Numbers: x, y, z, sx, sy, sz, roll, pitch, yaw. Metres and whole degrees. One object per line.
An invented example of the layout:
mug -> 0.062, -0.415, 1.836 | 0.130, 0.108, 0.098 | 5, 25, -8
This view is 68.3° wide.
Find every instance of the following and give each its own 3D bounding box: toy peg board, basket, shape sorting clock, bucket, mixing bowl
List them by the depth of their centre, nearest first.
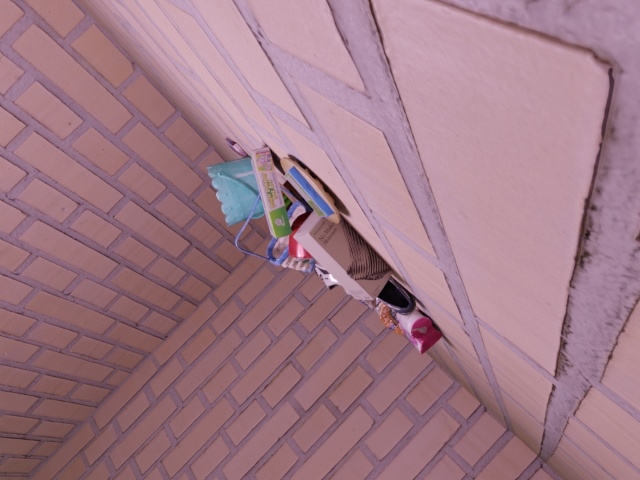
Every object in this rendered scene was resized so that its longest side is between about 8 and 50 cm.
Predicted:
shape sorting clock -> -0.023, -0.121, 1.142 | 0.206, 0.040, 0.206 | 48, 176, 5
mixing bowl -> -0.020, -0.029, 1.403 | 0.181, 0.182, 0.098 | -143, 35, -64
basket -> -0.118, -0.037, 1.631 | 0.289, 0.254, 0.201 | 26, -176, -19
toy peg board -> -0.175, -0.178, 1.922 | 0.161, 0.079, 0.161 | 41, 175, 44
bucket -> -0.340, -0.206, 1.950 | 0.281, 0.183, 0.281 | 160, 90, -80

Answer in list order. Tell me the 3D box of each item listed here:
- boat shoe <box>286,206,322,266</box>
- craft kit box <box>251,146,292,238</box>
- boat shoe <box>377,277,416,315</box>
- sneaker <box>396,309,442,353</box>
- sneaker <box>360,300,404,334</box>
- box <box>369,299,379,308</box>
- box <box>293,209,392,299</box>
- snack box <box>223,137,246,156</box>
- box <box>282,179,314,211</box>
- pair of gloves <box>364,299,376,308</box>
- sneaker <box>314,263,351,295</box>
boat shoe -> 0.000, 0.000, 1.836 | 0.340, 0.127, 0.158 | 51, -173, 33
craft kit box -> -0.150, -0.137, 1.398 | 0.246, 0.061, 0.249 | -142, 37, -82
boat shoe -> 0.181, 0.141, 1.457 | 0.254, 0.095, 0.079 | 41, 177, 26
sneaker -> 0.335, 0.298, 1.618 | 0.111, 0.103, 0.252 | 47, 173, 43
sneaker -> 0.295, 0.293, 2.114 | 0.296, 0.112, 0.131 | 45, -165, 16
box -> 0.211, 0.209, 1.862 | 0.087, 0.102, 0.101 | 45, 178, 14
box -> 0.065, 0.039, 1.302 | 0.275, 0.113, 0.094 | 44, 156, -20
snack box -> -0.359, -0.391, 1.976 | 0.064, 0.022, 0.178 | 48, 176, -30
box -> -0.058, -0.138, 1.490 | 0.136, 0.028, 0.081 | 37, 172, 46
pair of gloves -> 0.122, 0.118, 1.641 | 0.240, 0.042, 0.204 | 48, -157, -22
sneaker -> 0.026, 0.119, 1.934 | 0.331, 0.146, 0.122 | 28, -165, 39
